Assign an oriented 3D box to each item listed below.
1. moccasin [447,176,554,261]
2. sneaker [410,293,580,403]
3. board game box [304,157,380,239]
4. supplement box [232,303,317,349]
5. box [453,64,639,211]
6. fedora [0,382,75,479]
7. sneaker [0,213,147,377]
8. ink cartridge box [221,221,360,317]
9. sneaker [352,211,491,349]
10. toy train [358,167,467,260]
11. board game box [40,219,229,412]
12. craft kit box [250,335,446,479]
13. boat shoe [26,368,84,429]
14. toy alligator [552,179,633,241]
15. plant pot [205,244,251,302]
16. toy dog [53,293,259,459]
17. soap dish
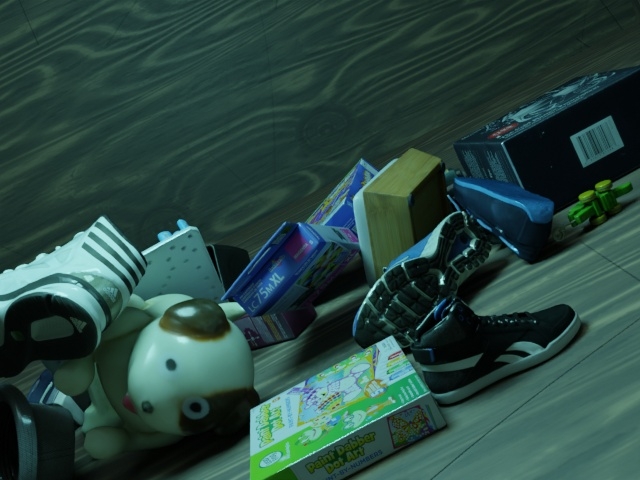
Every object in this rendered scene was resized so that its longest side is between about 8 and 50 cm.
[{"bbox_3d":[0.317,-0.046,1.413,0.138,0.116,0.342,2,14,-5],"label":"moccasin"},{"bbox_3d":[0.218,0.108,0.964,0.217,0.121,0.079,-28,11,-5],"label":"sneaker"},{"bbox_3d":[0.000,0.000,1.720,0.347,0.078,0.233,-48,10,30],"label":"board game box"},{"bbox_3d":[-0.116,0.170,1.622,0.188,0.080,0.104,-20,12,36],"label":"supplement box"},{"bbox_3d":[0.507,-0.209,1.617,0.343,0.179,0.312,-28,9,-4],"label":"box"},{"bbox_3d":[-0.531,0.381,1.399,0.124,0.243,0.275,2,-13,-38],"label":"fedora"},{"bbox_3d":[-0.472,0.091,1.317,0.448,0.169,0.257,-8,29,32],"label":"sneaker"},{"bbox_3d":[-0.042,0.054,1.394,0.186,0.065,0.311,-48,-18,13],"label":"ink cartridge box"},{"bbox_3d":[0.162,0.086,1.291,0.330,0.130,0.147,-39,-4,-37],"label":"sneaker"},{"bbox_3d":[0.208,-0.061,1.805,0.334,0.142,0.190,-27,20,8],"label":"toy train"},{"bbox_3d":[-0.390,0.175,1.612,0.390,0.390,0.050,-30,52,-14],"label":"board game box"},{"bbox_3d":[0.023,0.238,1.026,0.247,0.061,0.250,-30,10,-1],"label":"craft kit box"},{"bbox_3d":[-0.566,0.286,1.816,0.158,0.127,0.340,0,43,34],"label":"boat shoe"},{"bbox_3d":[0.459,-0.053,1.315,0.190,0.056,0.051,-31,11,-16],"label":"toy alligator"},{"bbox_3d":[-0.283,0.111,2.082,0.188,0.187,0.167,-16,-3,35],"label":"plant pot"},{"bbox_3d":[-0.258,0.229,1.324,0.395,0.284,0.408,-13,4,-27],"label":"toy dog"},{"bbox_3d":[0.180,-0.042,1.557,0.118,0.229,0.291,-1,22,27],"label":"soap dish"}]
